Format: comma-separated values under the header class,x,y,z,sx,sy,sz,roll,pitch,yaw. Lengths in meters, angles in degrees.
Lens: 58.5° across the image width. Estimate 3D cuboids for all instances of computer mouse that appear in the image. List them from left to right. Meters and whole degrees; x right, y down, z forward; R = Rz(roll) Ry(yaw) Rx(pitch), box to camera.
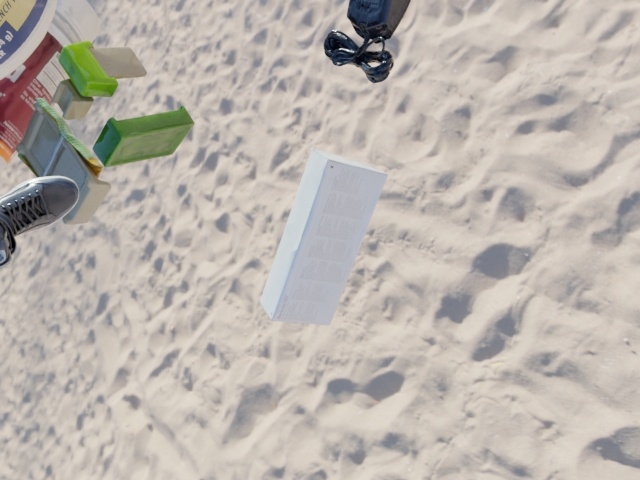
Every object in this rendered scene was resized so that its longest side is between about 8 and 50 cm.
class,x,y,z,sx,sy,sz,roll,pitch,yaw
computer mouse,0.101,-0.413,0.944,0.188,0.072,0.272,43,129,45

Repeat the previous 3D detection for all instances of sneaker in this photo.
class,x,y,z,sx,sy,sz,roll,pitch,yaw
sneaker,-0.462,-0.028,0.872,0.163,0.226,0.086,19,130,49

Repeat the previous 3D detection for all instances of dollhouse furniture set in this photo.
class,x,y,z,sx,sy,sz,roll,pitch,yaw
dollhouse furniture set,-0.404,-0.189,1.046,0.301,0.151,0.197,-40,83,40

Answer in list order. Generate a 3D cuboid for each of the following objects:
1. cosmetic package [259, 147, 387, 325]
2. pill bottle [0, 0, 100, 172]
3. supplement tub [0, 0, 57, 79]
class,x,y,z,sx,sy,sz,roll,pitch,yaw
cosmetic package,0.000,0.000,0.798,0.060,0.099,0.239,44,118,53
pill bottle,-0.639,-0.350,1.160,0.224,0.224,0.392,4,61,50
supplement tub,-0.368,-0.270,0.420,0.316,0.228,0.228,84,-161,-78
